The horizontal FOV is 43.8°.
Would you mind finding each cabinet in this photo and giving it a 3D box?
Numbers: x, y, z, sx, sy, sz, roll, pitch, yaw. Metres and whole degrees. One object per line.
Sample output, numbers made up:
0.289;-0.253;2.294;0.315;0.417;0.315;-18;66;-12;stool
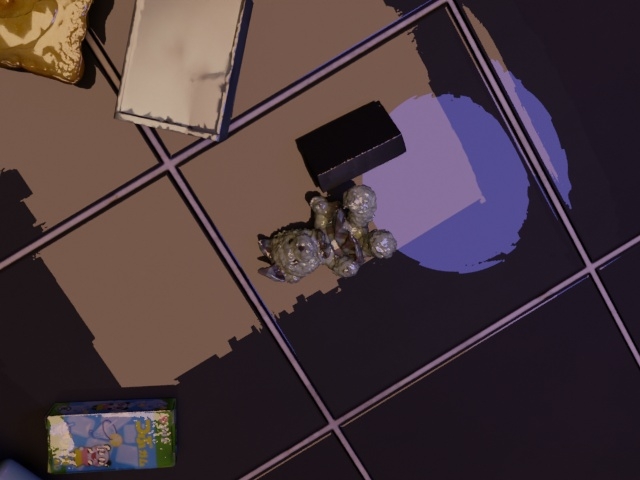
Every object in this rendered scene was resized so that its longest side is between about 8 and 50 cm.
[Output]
-0.188;-0.256;1.119;0.145;0.150;0.206;12;97;-3;cabinet

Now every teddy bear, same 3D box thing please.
0.014;-0.001;1.221;0.213;0.111;0.133;-21;80;21;teddy bear

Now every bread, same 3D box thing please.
-0.430;-0.320;1.116;0.233;0.088;0.160;15;92;-6;bread

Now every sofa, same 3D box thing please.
0.049;-0.141;1.218;0.147;0.060;0.085;-28;58;-2;sofa

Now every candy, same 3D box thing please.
-0.323;0.304;1.240;0.195;0.062;0.097;-1;98;-6;candy

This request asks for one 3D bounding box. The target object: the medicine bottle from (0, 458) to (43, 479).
-0.475;0.414;1.200;0.225;0.139;0.139;40;93;-11;medicine bottle
